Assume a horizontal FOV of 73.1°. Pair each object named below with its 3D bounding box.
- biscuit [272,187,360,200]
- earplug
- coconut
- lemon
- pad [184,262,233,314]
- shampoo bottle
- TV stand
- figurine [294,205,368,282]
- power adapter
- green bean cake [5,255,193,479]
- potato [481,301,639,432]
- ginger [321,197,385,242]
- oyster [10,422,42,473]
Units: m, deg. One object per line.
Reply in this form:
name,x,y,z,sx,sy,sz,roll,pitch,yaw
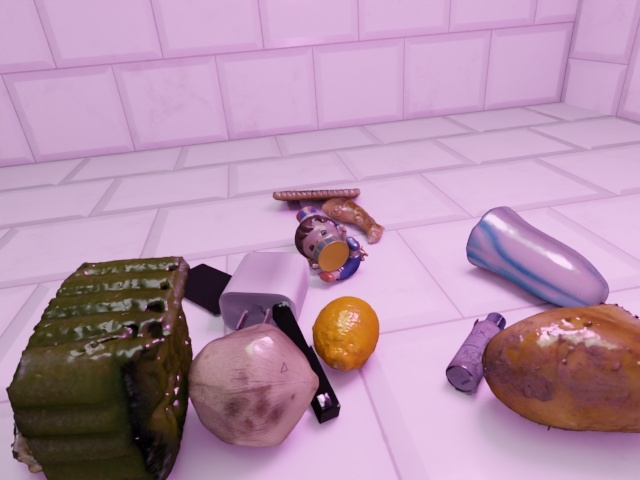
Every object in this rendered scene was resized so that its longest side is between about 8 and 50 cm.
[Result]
biscuit,-0.008,-0.178,1.677,0.324,0.044,0.217,-1,6,9
earplug,0.547,0.062,1.078,0.185,0.185,0.324,-18,36,-24
coconut,-0.113,0.251,0.765,0.224,0.224,0.224,-4,28,2
lemon,0.052,0.198,0.912,0.142,0.142,0.187,4,31,17
pad,-0.319,0.133,1.233,0.265,0.009,0.159,18,33,35
shampoo bottle,0.331,0.223,0.899,0.072,0.072,0.214,16,34,34
TV stand,-0.035,0.234,0.867,0.040,0.049,0.256,-16,50,-20
figurine,0.006,0.005,1.263,0.161,0.158,0.275,-51,39,0
power adapter,-0.138,0.141,1.063,0.186,0.124,0.255,1,28,10
green bean cake,-0.325,0.222,0.745,0.218,0.319,0.335,-3,32,-3
potato,0.416,0.220,0.739,0.265,0.229,0.229,-7,28,1
ginger,0.113,-0.077,1.489,0.131,0.086,0.294,4,24,-35
oyster,-0.500,0.359,0.784,0.148,0.051,0.103,36,43,30
